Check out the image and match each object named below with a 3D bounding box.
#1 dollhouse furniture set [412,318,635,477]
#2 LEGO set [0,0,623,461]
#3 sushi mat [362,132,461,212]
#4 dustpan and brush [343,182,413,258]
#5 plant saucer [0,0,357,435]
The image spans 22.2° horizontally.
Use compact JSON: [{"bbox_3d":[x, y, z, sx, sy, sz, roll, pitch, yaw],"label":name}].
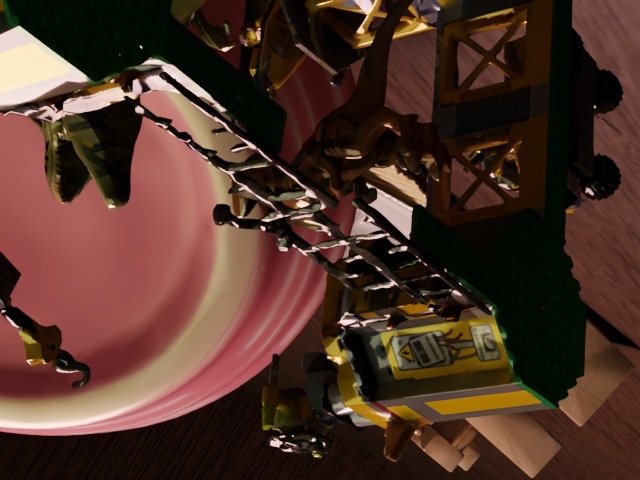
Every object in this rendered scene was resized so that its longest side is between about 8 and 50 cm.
[{"bbox_3d":[0.104,0.081,1.167,0.123,0.144,0.151,42,180,-30],"label":"dollhouse furniture set"},{"bbox_3d":[-0.061,-0.070,0.511,0.192,0.254,0.331,-11,158,33],"label":"LEGO set"},{"bbox_3d":[-0.045,-0.077,1.104,0.317,0.019,0.151,22,168,39],"label":"sushi mat"},{"bbox_3d":[0.000,0.000,1.123,0.147,0.060,0.211,29,171,1],"label":"dustpan and brush"},{"bbox_3d":[-0.146,-0.033,0.783,0.332,0.332,0.084,33,-153,-13],"label":"plant saucer"}]
